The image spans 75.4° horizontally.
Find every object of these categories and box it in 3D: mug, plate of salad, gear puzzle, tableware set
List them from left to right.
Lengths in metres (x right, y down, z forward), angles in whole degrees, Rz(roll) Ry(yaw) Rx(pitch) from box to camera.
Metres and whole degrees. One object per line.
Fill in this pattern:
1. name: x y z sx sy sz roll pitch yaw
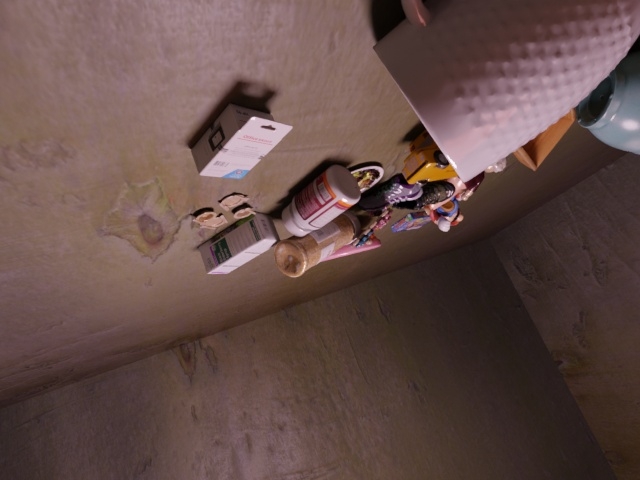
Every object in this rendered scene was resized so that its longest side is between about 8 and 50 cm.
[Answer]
1. tableware set: -0.258 -0.071 1.110 0.168 0.020 0.141 -25 165 6
2. plate of salad: 0.104 -0.162 1.260 0.199 0.048 0.200 -20 164 -6
3. gear puzzle: 0.194 -0.040 1.452 0.175 0.044 0.339 -46 176 12
4. mug: 0.264 -0.321 0.621 0.328 0.276 0.374 -34 131 20

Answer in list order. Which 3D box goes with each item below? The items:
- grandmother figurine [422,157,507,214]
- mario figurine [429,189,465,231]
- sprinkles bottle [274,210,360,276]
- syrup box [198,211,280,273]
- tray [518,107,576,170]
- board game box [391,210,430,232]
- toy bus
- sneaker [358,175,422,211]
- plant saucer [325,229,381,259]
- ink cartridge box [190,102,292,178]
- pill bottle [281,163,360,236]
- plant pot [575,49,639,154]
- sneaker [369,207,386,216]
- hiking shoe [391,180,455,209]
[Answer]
1. grandmother figurine: 0.520 -0.229 1.528 0.342 0.104 0.207 -30 149 18
2. mario figurine: 0.571 -0.136 1.774 0.198 0.170 0.320 -26 163 7
3. sprinkles bottle: 0.000 0.000 1.348 0.121 0.121 0.355 -35 177 38
4. syrup box: -0.249 0.013 1.264 0.236 0.093 0.096 -29 164 22
5. tray: 0.651 -0.344 1.234 0.410 0.076 0.203 3 125 -55
6. board game box: 0.453 -0.093 1.996 0.201 0.035 0.136 -9 159 -41
7. toy bus: 0.374 -0.250 1.184 0.332 0.130 0.108 -13 163 -31
8. sneaker: 0.229 -0.173 1.398 0.223 0.083 0.098 -17 132 3
9. plant saucer: 0.074 0.025 1.667 0.331 0.084 0.332 -13 176 -1
10. ink cartridge box: -0.150 -0.192 0.781 0.180 0.060 0.104 -34 160 36
11. pill bottle: -0.004 -0.105 1.160 0.221 0.121 0.121 -34 161 37
12. plant pot: 0.869 -0.399 1.173 0.196 0.293 0.293 5 162 -1
13. sneaker: 0.216 -0.118 1.579 0.057 0.047 0.119 -8 161 -8
14. hiking shoe: 0.364 -0.145 1.463 0.226 0.086 0.114 -13 -156 18
